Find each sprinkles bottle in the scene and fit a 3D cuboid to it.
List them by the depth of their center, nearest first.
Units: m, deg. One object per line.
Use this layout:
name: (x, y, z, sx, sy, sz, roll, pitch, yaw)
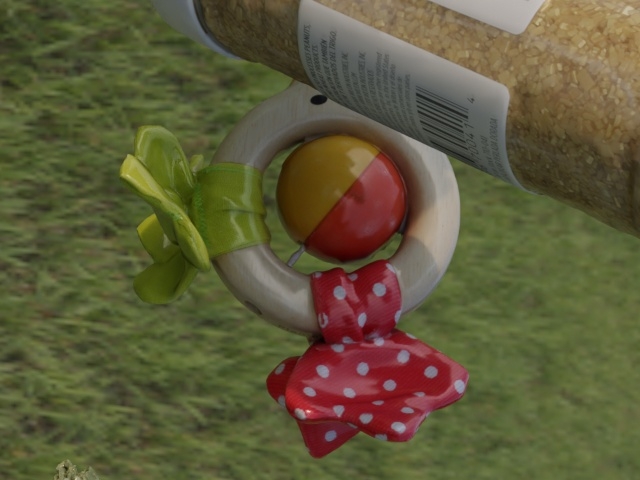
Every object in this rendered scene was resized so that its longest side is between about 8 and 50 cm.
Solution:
sprinkles bottle: (0.061, -0.107, 0.703, 0.121, 0.355, 0.121, -27, 131, -35)

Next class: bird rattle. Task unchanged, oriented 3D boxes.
bird rattle: (0.000, 0.000, 0.871, 0.207, 0.253, 0.143, -51, 166, -14)

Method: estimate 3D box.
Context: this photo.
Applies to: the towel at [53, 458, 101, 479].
towel: (-0.122, 0.203, 0.886, 0.148, 0.027, 0.110, 54, -7, -2)
